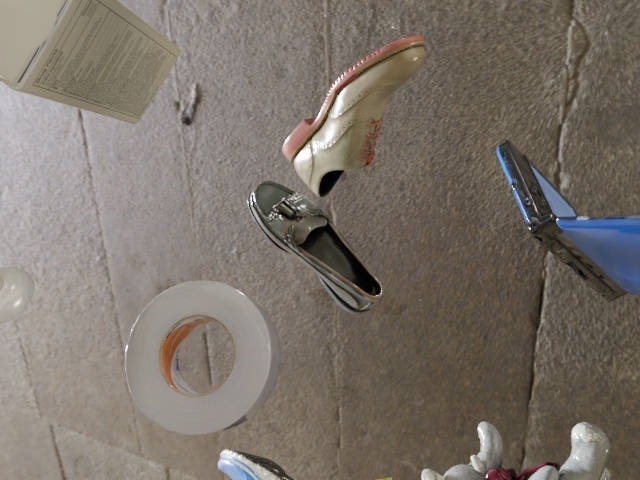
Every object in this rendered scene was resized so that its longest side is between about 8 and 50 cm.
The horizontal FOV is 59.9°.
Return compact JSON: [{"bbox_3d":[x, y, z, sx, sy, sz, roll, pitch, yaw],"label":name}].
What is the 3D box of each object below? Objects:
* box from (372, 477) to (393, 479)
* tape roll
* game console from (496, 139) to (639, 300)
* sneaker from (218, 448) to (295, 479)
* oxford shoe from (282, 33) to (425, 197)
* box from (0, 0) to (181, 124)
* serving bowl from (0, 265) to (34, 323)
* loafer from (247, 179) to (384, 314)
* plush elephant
[{"bbox_3d":[0.045,0.419,0.871,0.059,0.169,0.054,-56,42,32],"label":"box"},{"bbox_3d":[-0.172,0.172,0.825,0.219,0.072,0.219,-2,74,8],"label":"tape roll"},{"bbox_3d":[0.418,-0.029,0.783,0.173,0.250,0.293,-33,137,30],"label":"game console"},{"bbox_3d":[-0.135,0.583,1.251,0.330,0.130,0.147,16,75,45],"label":"sneaker"},{"bbox_3d":[0.069,-0.192,0.915,0.130,0.123,0.348,60,143,7],"label":"oxford shoe"},{"bbox_3d":[-0.311,-0.256,0.716,0.121,0.311,0.148,35,95,1],"label":"box"},{"bbox_3d":[-0.412,0.065,0.707,0.083,0.083,0.027,19,151,19],"label":"serving bowl"},{"bbox_3d":[0.000,0.000,0.857,0.267,0.096,0.084,45,159,-1],"label":"loafer"},{"bbox_3d":[0.340,0.458,1.008,0.255,0.272,0.330,23,74,37],"label":"plush elephant"}]
